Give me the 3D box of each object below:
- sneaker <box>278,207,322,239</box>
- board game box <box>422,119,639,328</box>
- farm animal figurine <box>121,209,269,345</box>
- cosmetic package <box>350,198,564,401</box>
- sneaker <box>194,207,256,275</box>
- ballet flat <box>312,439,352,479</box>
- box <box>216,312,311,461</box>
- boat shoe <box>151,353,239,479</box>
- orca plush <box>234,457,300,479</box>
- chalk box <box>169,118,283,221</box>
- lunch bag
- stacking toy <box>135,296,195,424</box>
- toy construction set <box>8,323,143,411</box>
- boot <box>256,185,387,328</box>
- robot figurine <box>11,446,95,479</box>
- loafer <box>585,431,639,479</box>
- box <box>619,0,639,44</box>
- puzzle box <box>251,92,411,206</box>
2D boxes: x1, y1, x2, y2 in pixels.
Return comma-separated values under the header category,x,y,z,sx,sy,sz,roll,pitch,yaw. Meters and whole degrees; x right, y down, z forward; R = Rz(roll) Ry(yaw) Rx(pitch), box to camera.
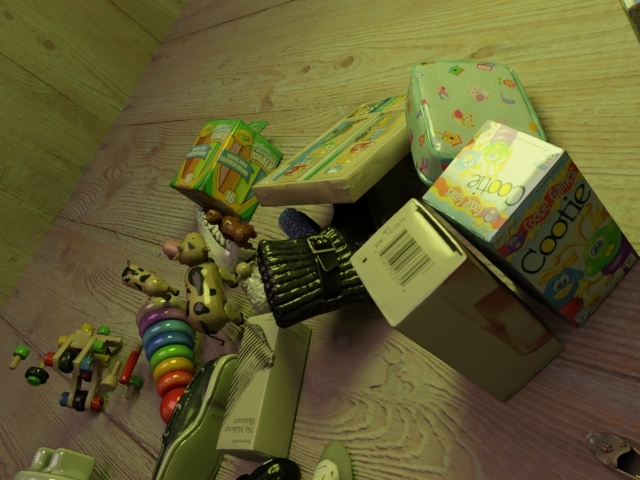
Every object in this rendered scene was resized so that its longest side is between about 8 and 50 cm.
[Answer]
category,x,y,z,sx,sy,sz,roll,pitch,yaw
sneaker,-0.003,0.022,1.285,0.081,0.090,0.232,-41,60,14
board game box,0.299,-0.017,0.824,0.142,0.275,0.144,-51,38,4
farm animal figurine,-0.289,0.081,1.344,0.330,0.172,0.326,-34,62,6
cosmetic package,0.197,0.091,0.833,0.129,0.296,0.153,-45,40,10
sneaker,-0.280,0.003,1.571,0.118,0.110,0.292,-60,36,8
ballet flat,0.014,0.423,0.958,0.072,0.068,0.213,-29,44,29
box,-0.108,0.287,1.170,0.113,0.094,0.275,-17,50,38
boat shoe,-0.267,0.392,1.232,0.113,0.127,0.339,-4,57,45
orca plush,-0.170,0.476,1.033,0.287,0.102,0.151,-33,38,6
chalk box,-0.244,-0.222,1.636,0.180,0.179,0.288,9,69,49
lunch bag,0.276,-0.206,1.064,0.224,0.107,0.279,0,53,-5
stacking toy,-0.356,0.294,1.405,0.141,0.141,0.330,-41,43,17
toy construction set,-0.603,0.305,1.610,0.309,0.257,0.237,-8,41,19
boot,0.000,-0.002,1.147,0.260,0.131,0.347,-13,44,-5
robot figurine,-0.645,0.667,1.361,0.300,0.200,0.353,-13,53,33
loafer,0.377,0.268,0.715,0.045,0.039,0.125,-57,38,-3
box,0.563,-0.322,0.766,0.279,0.290,0.176,-25,46,31
puzzle box,0.080,-0.199,1.231,0.272,0.052,0.409,1,35,46
